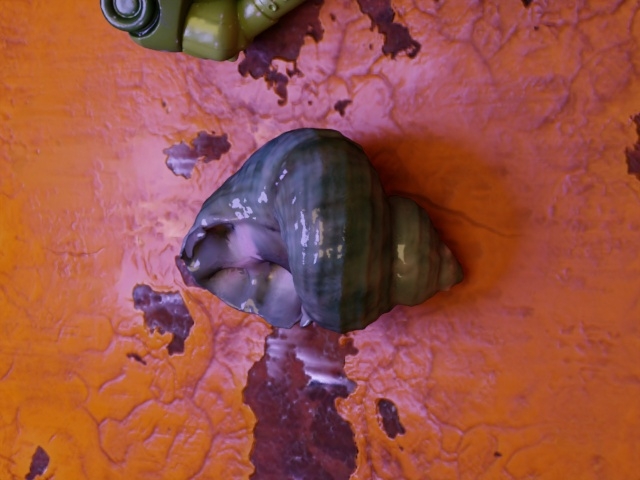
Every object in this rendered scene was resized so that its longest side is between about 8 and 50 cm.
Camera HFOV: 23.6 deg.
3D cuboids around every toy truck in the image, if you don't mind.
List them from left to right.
[{"bbox_3d":[-0.108,-0.258,1.505,0.210,0.148,0.187,35,114,1],"label":"toy truck"}]

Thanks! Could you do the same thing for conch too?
[{"bbox_3d":[0.000,0.000,1.445,0.277,0.195,0.220,9,120,7],"label":"conch"}]
